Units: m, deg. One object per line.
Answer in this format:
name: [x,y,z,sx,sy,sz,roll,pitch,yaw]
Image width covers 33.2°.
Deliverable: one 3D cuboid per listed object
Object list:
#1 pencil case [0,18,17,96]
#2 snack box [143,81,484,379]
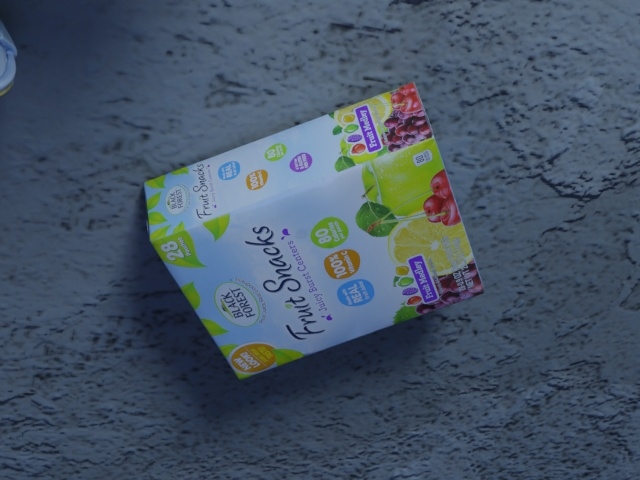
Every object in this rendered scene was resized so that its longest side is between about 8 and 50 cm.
pencil case: [-0.292,-0.039,0.649,0.124,0.114,0.273,16,128,-40]
snack box: [0.000,0.000,0.792,0.207,0.070,0.174,-20,135,7]
